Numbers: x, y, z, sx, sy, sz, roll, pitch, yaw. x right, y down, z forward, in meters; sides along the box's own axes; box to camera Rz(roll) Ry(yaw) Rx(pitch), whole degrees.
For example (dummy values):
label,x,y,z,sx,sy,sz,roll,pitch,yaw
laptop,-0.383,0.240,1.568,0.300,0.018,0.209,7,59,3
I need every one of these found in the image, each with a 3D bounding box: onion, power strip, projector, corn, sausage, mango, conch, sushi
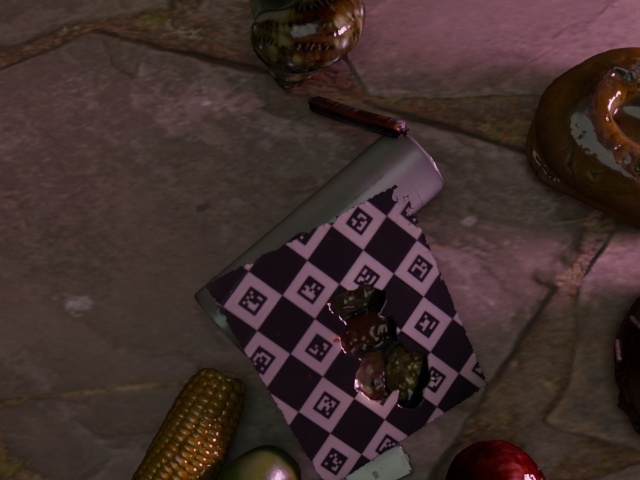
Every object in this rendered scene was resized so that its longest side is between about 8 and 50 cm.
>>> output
label,x,y,z,sx,sy,sz,roll,pitch,yaw
onion,0.202,0.297,0.923,0.131,0.131,0.131,-1,80,4
power strip,0.072,0.289,0.993,0.090,0.016,0.040,-27,78,-1
projector,0.000,0.000,1.006,0.337,0.108,0.108,-40,79,-4
corn,-0.180,0.302,0.969,0.106,0.106,0.305,26,80,8
sausage,0.044,-0.160,1.022,0.028,0.025,0.198,-30,36,-28
mango,-0.095,0.334,0.948,0.086,0.122,0.191,27,76,36
conch,-0.026,-0.301,1.058,0.181,0.124,0.187,-51,57,4
sushi,0.040,0.111,0.967,0.264,0.050,0.290,-30,102,-13

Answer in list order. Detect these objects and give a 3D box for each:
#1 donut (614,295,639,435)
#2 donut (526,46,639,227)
label,x,y,z,sx,sy,sz,roll,pitch,yaw
donut,0.486,0.153,0.943,0.270,0.103,0.269,0,81,3
donut,0.399,-0.130,0.987,0.262,0.128,0.208,24,82,7
